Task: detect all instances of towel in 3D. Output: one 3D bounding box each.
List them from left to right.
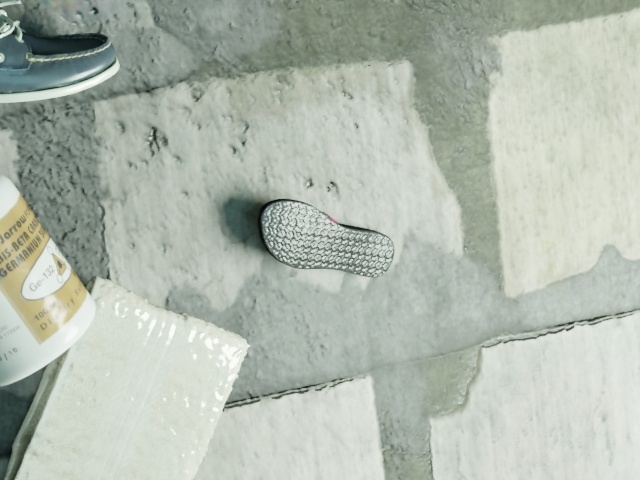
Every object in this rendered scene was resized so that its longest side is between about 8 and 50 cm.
[{"bbox_3d":[-0.202,0.196,1.499,0.187,0.049,0.282,24,87,-26],"label":"towel"}]

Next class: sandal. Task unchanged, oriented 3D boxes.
[{"bbox_3d":[0.000,0.000,1.564,0.179,0.040,0.067,17,96,-39],"label":"sandal"}]

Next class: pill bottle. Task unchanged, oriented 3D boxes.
[{"bbox_3d":[-0.320,0.009,1.373,0.131,0.131,0.229,-37,110,-14],"label":"pill bottle"}]

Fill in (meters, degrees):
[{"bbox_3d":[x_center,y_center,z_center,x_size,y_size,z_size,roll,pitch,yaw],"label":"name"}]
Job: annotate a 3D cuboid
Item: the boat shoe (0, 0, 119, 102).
[{"bbox_3d":[-0.313,-0.172,1.373,0.255,0.095,0.079,-7,112,-13],"label":"boat shoe"}]
